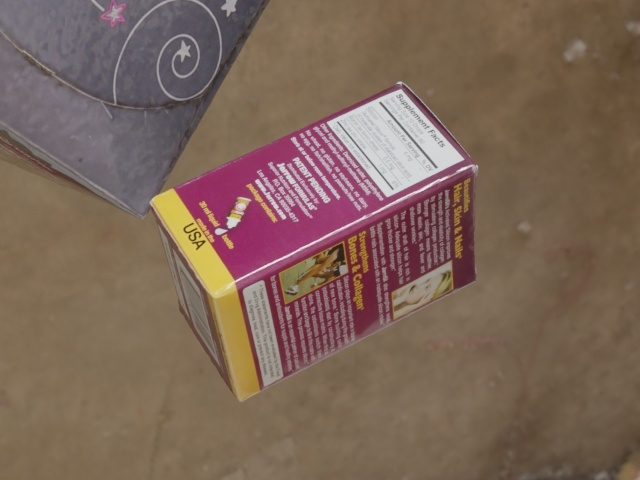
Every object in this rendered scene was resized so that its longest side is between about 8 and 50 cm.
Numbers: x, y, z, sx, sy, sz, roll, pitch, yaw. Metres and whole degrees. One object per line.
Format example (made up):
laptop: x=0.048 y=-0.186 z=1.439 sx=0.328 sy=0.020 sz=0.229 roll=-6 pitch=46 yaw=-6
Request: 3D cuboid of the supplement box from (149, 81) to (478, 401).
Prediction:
supplement box: x=0.000 y=0.000 z=0.420 sx=0.083 sy=0.043 sz=0.055 roll=-26 pitch=143 yaw=-14

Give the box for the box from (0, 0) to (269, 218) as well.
box: x=-0.139 y=-0.142 z=0.523 sx=0.247 sy=0.142 sz=0.163 roll=38 pitch=78 yaw=-48
